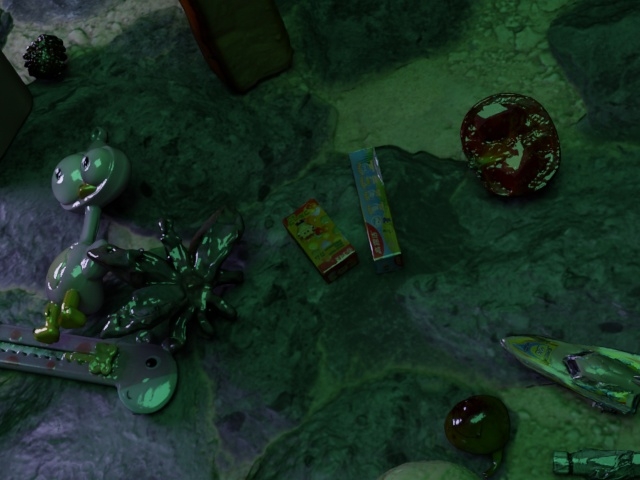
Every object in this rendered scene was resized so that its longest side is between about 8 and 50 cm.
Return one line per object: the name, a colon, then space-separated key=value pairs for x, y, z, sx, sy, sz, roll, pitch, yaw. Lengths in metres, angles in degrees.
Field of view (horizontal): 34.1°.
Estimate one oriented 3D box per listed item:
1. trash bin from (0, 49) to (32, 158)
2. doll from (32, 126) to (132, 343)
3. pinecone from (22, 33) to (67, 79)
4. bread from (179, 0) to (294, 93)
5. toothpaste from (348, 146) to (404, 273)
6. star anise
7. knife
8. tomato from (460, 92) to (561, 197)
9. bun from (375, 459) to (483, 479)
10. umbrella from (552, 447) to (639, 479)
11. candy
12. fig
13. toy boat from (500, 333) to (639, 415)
trash bin: x=-0.606 y=-0.240 z=1.724 sx=0.121 sy=0.247 sz=0.243 roll=16 pitch=68 yaw=21
doll: x=-0.365 y=-0.019 z=1.616 sx=0.160 sy=0.094 sz=0.365 roll=-28 pitch=51 yaw=42
pinecone: x=-0.483 y=-0.324 z=1.844 sx=0.077 sy=0.077 sz=0.083 roll=-5 pitch=35 yaw=10
bread: x=-0.186 y=-0.451 z=1.696 sx=0.143 sy=0.324 sz=0.333 roll=-26 pitch=59 yaw=-1
toothpaste: x=0.082 y=-0.051 z=1.566 sx=0.044 sy=0.070 sz=0.194 roll=-14 pitch=60 yaw=3
star anise: x=-0.211 y=0.060 z=1.516 sx=0.257 sy=0.110 sz=0.199 roll=-14 pitch=83 yaw=-29
knife: x=-0.398 y=0.174 z=1.578 sx=0.398 sy=0.038 sz=0.132 roll=7 pitch=62 yaw=17
tomato: x=0.283 y=-0.140 z=1.558 sx=0.139 sy=0.091 sz=0.159 roll=-30 pitch=87 yaw=7
bun: x=0.130 y=0.387 z=1.281 sx=0.243 sy=0.153 sz=0.244 roll=-5 pitch=66 yaw=11
umbrella: x=0.392 y=0.290 z=1.328 sx=0.188 sy=0.046 sz=0.050 roll=-1 pitch=67 yaw=12
candy: x=0.000 y=0.000 z=1.577 sx=0.062 sy=0.038 sz=0.122 roll=-35 pitch=61 yaw=-6
fig: x=0.217 y=0.253 z=1.381 sx=0.084 sy=0.082 sz=0.098 roll=-40 pitch=95 yaw=-29
toy boat: x=0.339 y=0.170 z=1.393 sx=0.210 sy=0.066 sz=0.084 roll=18 pitch=67 yaw=22
